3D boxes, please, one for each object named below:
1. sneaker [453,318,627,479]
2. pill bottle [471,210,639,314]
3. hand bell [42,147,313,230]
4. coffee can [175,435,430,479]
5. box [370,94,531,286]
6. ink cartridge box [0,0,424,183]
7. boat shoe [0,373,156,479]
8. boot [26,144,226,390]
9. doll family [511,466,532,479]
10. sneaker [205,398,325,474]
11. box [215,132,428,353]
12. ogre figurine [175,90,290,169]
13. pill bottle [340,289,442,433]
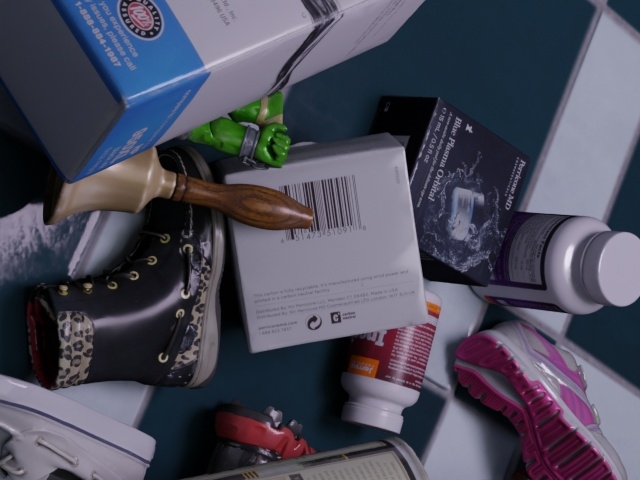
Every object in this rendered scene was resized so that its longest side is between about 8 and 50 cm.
[{"bbox_3d":[0.263,0.184,2.154,0.252,0.103,0.111,54,42,-5],"label":"sneaker"},{"bbox_3d":[0.259,0.024,2.111,0.108,0.193,0.108,-4,96,-39],"label":"pill bottle"},{"bbox_3d":[-0.123,-0.048,1.786,0.242,0.126,0.126,13,85,-16],"label":"hand bell"},{"bbox_3d":[-0.042,0.303,1.787,0.275,0.201,0.202,-9,100,-18],"label":"coffee can"},{"bbox_3d":[0.123,-0.052,2.061,0.158,0.093,0.156,29,75,-38],"label":"box"},{"bbox_3d":[-0.119,-0.265,1.733,0.395,0.166,0.285,-27,79,-34],"label":"ink cartridge box"},{"bbox_3d":[-0.266,0.183,1.768,0.267,0.096,0.088,31,69,-45],"label":"boat shoe"},{"bbox_3d":[-0.184,0.029,1.826,0.178,0.085,0.236,-3,94,-36],"label":"boot"},{"bbox_3d":[0.229,0.336,2.194,0.111,0.076,0.193,31,69,-32],"label":"doll family"},{"bbox_3d":[-0.015,0.271,1.971,0.276,0.097,0.135,33,73,-34],"label":"sneaker"},{"bbox_3d":[0.000,0.000,1.900,0.181,0.119,0.182,-9,101,-4],"label":"box"},{"bbox_3d":[-0.098,-0.147,1.848,0.118,0.097,0.197,5,63,-17],"label":"ogre figurine"},{"bbox_3d":[0.070,0.122,2.036,0.086,0.086,0.152,20,80,-38],"label":"pill bottle"}]
